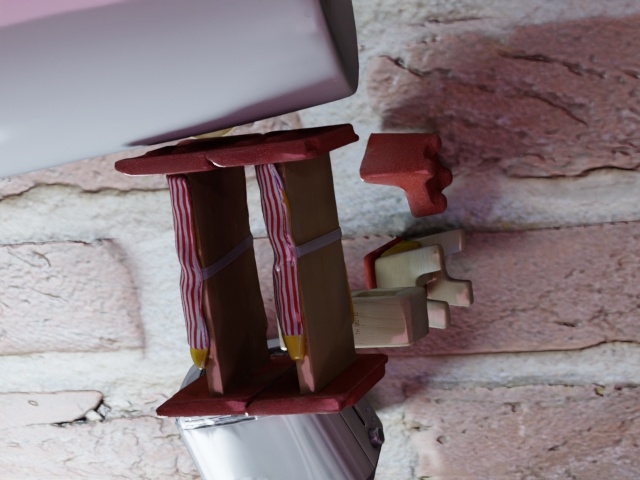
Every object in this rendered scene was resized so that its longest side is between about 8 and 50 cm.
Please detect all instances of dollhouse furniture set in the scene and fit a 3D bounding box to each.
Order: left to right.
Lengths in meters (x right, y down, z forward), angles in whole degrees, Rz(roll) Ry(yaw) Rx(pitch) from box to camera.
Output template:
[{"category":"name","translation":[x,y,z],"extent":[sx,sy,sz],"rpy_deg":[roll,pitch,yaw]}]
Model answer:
[{"category":"dollhouse furniture set","translation":[0.000,0.000,1.040],"extent":[0.152,0.374,0.201],"rpy_deg":[-4,99,22]}]

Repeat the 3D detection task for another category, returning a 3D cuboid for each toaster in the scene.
[{"category":"toaster","translation":[-0.054,0.192,1.297],"extent":[0.227,0.129,0.146],"rpy_deg":[-14,117,22]}]

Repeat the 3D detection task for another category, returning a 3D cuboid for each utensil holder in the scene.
[{"category":"utensil holder","translation":[-0.190,-0.216,0.902],"extent":[0.385,0.327,0.327],"rpy_deg":[-12,122,9]}]

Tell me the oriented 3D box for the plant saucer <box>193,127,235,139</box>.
[{"category":"plant saucer","translation":[-0.110,-0.133,1.148],"extent":[0.083,0.015,0.083],"rpy_deg":[5,124,8]}]
